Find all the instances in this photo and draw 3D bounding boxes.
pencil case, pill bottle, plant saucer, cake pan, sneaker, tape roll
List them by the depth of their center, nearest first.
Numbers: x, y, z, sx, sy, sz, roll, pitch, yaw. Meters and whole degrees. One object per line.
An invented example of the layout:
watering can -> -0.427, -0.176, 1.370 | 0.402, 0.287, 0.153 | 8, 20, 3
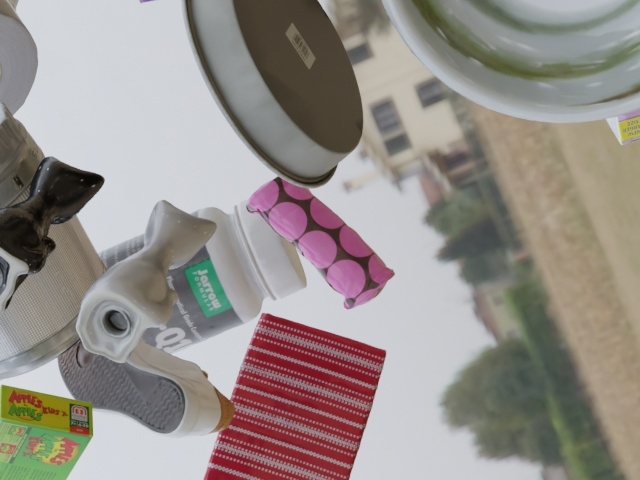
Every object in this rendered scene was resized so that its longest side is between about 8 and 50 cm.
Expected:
plant saucer -> 0.252, -0.320, 1.472 | 0.100, 0.400, 0.400 | -72, -39, -62
cake pan -> -0.043, -0.201, 1.609 | 0.293, 0.054, 0.293 | 44, -148, -37
sneaker -> -0.226, 0.186, 1.861 | 0.290, 0.106, 0.123 | 26, -172, 42
tape roll -> -0.482, -0.228, 1.883 | 0.072, 0.219, 0.219 | 53, 177, 33
pencil case -> 0.000, 0.000, 1.899 | 0.209, 0.095, 0.098 | 47, 153, 6
pill bottle -> -0.219, 0.067, 2.364 | 0.204, 0.361, 0.204 | -23, -90, -85

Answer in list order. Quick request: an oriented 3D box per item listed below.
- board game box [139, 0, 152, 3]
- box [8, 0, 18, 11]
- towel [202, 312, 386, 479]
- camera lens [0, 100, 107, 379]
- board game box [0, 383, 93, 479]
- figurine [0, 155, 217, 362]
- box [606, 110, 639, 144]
board game box -> -0.174, -0.503, 2.409 | 0.144, 0.275, 0.142 | -64, -37, -58
box -> -0.612, -0.401, 2.449 | 0.231, 0.127, 0.262 | 92, -172, -63
towel -> -0.036, 0.256, 2.054 | 0.031, 0.199, 0.275 | 92, -164, -71
camera lens -> -0.383, 0.004, 1.637 | 0.219, 0.219, 0.274 | -103, -10, -58
board game box -> -0.297, 0.221, 1.410 | 0.092, 0.181, 0.043 | 15, -141, -24
figurine -> -0.225, 0.003, 1.448 | 0.209, 0.215, 0.092 | -64, -6, -53
box -> 0.531, -0.283, 2.268 | 0.243, 0.213, 0.117 | -101, -6, -56
